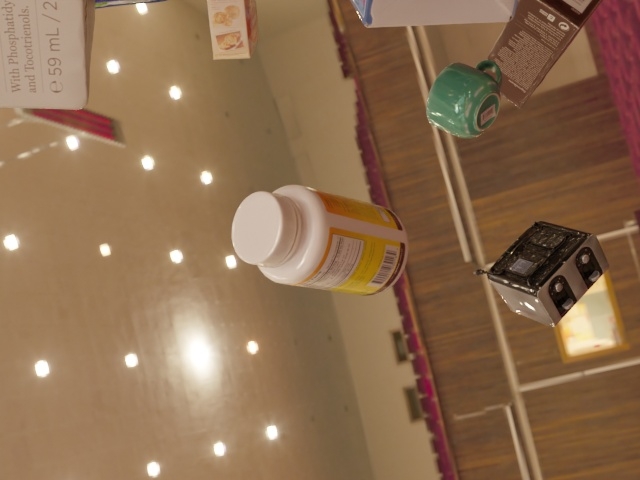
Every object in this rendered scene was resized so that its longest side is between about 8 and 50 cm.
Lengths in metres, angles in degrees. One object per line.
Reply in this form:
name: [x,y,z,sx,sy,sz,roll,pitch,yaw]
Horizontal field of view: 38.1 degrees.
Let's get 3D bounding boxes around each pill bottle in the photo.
pill bottle: [0.000,0.000,1.112,0.215,0.117,0.117,12,-118,-46]

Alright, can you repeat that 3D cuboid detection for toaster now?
toaster: [0.420,0.058,1.743,0.110,0.168,0.185,54,164,-27]

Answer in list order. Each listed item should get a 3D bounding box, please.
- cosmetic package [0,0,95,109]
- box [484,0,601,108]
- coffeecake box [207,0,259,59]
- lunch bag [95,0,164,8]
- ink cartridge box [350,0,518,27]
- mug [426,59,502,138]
cosmetic package: [-0.504,-0.395,1.219,0.327,0.393,0.329,-103,16,-48]
box: [0.486,-0.464,2.002,0.143,0.191,0.381,37,163,7]
coffeecake box: [-0.153,-0.422,1.598,0.142,0.068,0.186,-82,-11,-63]
lunch bag: [-0.333,-0.458,1.526,0.176,0.219,0.090,125,132,-64]
ink cartridge box: [0.147,-0.533,1.586,0.395,0.270,0.151,-112,22,-43]
mug: [0.282,-0.269,1.737,0.129,0.097,0.158,11,-73,-53]
